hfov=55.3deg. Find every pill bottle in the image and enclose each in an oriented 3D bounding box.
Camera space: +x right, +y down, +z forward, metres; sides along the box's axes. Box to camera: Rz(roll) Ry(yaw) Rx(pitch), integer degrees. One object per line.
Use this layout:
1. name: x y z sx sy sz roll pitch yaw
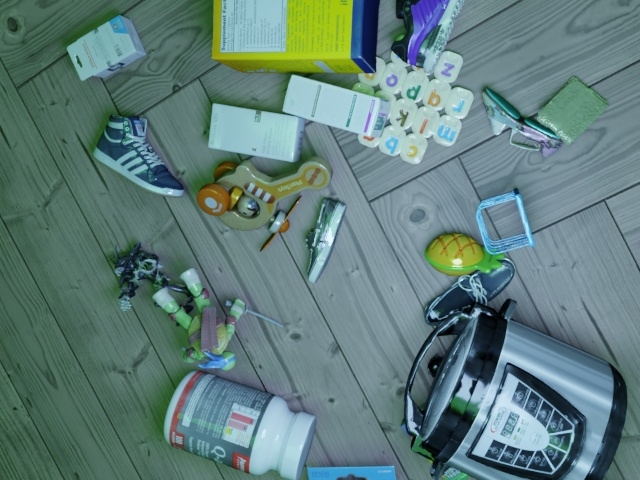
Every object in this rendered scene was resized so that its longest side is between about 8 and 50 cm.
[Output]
1. pill bottle: -0.207 0.491 1.613 0.362 0.210 0.210 15 101 11

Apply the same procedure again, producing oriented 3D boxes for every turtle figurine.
1. turtle figurine: -0.296 0.216 1.591 0.198 0.274 0.266 -39 84 29

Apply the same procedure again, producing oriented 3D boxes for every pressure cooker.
1. pressure cooker: 0.403 0.365 1.373 0.420 0.370 0.376 25 136 9

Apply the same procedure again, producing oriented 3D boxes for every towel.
1. towel: 0.570 -0.293 1.382 0.110 0.027 0.148 43 78 10

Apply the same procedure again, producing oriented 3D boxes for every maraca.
1. maraca: 0.342 0.036 1.460 0.185 0.127 0.099 8 128 22

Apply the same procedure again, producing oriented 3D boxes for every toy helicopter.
1. toy helicopter: -0.116 -0.108 1.531 0.355 0.140 0.235 -18 119 30

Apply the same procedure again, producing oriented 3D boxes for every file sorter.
1. file sorter: 0.423 -0.044 1.408 0.104 0.170 0.118 -16 94 19

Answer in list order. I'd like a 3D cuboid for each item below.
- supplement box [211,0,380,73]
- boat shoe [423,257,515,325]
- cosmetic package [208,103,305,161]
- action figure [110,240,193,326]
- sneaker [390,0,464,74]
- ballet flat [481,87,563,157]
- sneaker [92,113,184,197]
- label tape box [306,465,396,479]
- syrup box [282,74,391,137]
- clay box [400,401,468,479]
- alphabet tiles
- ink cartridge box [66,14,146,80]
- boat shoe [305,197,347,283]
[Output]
1. supplement box: -0.053 -0.503 1.428 0.356 0.195 0.194 5 96 14
2. boat shoe: 0.363 0.129 1.492 0.254 0.079 0.095 -30 89 15
3. cosmetic package: -0.162 -0.274 1.554 0.231 0.085 0.117 10 100 10
4. action figure: -0.472 0.111 1.657 0.275 0.141 0.164 29 105 4
5. sneaker: 0.248 -0.546 1.400 0.146 0.102 0.293 24 97 10
6. ballet flat: 0.454 -0.265 1.422 0.221 0.077 0.079 34 124 6
7. sneaker: -0.468 -0.233 1.624 0.282 0.099 0.153 29 105 11
8. label tape box: 0.110 0.734 1.628 0.240 0.106 0.334 -6 96 14
9. syrup box: 0.040 -0.323 1.473 0.236 0.093 0.096 21 106 19
10. clay box: 0.327 0.521 1.573 0.127 0.053 0.222 -41 87 16
11. alphabet tiles: 0.217 -0.341 1.487 0.284 0.021 0.278 23 100 9
12. ink cartridge box: -0.570 -0.507 1.626 0.180 0.060 0.104 -23 93 15
13. boat shoe: 0.000 0.000 1.565 0.070 0.078 0.219 21 94 9
